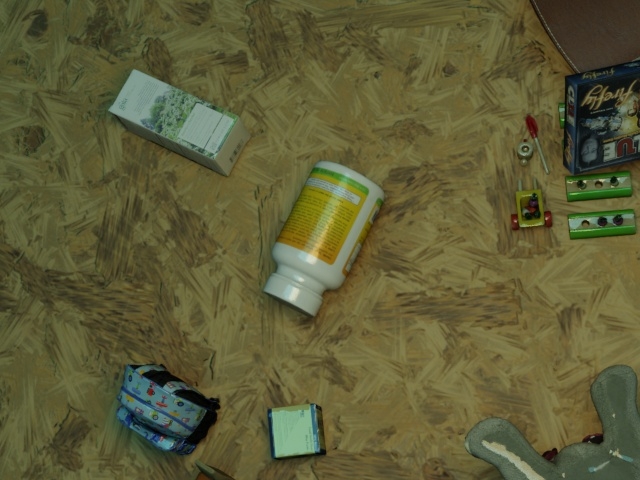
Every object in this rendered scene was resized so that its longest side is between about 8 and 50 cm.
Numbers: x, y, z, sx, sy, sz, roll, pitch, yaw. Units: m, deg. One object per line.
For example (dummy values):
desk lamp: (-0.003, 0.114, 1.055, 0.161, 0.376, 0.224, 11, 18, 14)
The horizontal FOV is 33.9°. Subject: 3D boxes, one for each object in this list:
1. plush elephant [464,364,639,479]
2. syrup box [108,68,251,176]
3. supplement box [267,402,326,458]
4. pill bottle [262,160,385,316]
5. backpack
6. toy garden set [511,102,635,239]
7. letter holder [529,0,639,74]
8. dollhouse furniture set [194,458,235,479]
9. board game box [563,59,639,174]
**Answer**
plush elephant: (0.407, 0.388, 1.559, 0.272, 0.255, 0.330, -29, 63, -7)
syrup box: (-0.258, -0.216, 1.922, 0.237, 0.096, 0.093, 25, 79, 17)
supplement box: (-0.039, 0.320, 1.753, 0.083, 0.056, 0.083, -9, 73, 9)
pill bottle: (0.000, 0.000, 1.790, 0.136, 0.136, 0.246, 24, 81, 17)
backpack: (-0.268, 0.276, 1.750, 0.158, 0.173, 0.117, 29, 82, 16)
toy garden set: (0.421, -0.125, 1.784, 0.203, 0.049, 0.244, -5, 74, 10)
letter holder: (0.474, -0.400, 1.798, 0.214, 0.152, 0.302, -26, 71, 6)
dollhouse furniture set: (-0.156, 0.532, 1.703, 0.259, 0.135, 0.262, 24, 81, 28)
board game box: (0.515, -0.210, 1.702, 0.243, 0.165, 0.042, -14, 34, -9)
